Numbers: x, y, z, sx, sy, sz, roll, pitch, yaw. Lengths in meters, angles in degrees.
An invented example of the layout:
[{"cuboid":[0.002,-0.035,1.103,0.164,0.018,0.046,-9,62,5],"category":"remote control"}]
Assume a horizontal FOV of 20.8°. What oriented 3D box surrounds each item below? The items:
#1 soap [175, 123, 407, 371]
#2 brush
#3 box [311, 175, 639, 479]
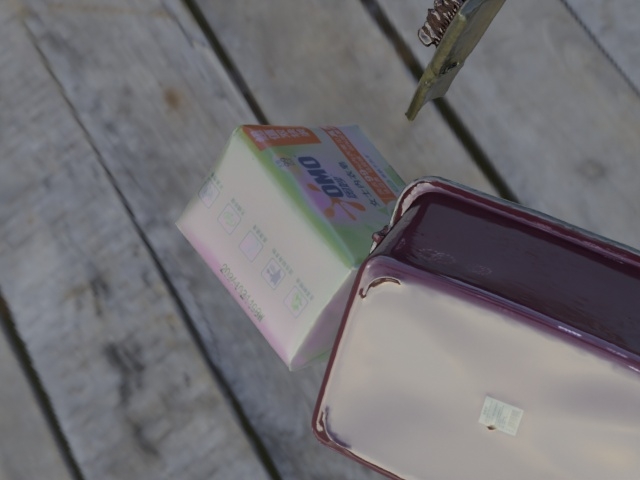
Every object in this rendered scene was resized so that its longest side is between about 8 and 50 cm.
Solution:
[{"cuboid":[0.000,0.000,1.632,0.199,0.182,0.138,51,123,24],"category":"soap"},{"cuboid":[0.089,-0.139,1.245,0.043,0.248,0.036,-29,83,-9],"category":"brush"},{"cuboid":[0.144,0.094,1.232,0.294,0.167,0.193,22,111,13],"category":"box"}]
